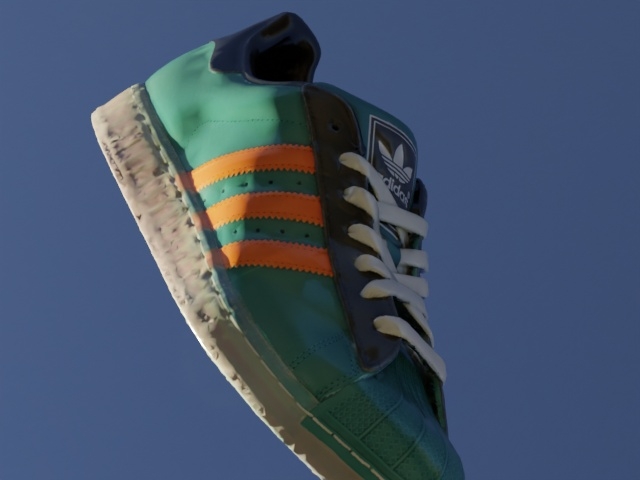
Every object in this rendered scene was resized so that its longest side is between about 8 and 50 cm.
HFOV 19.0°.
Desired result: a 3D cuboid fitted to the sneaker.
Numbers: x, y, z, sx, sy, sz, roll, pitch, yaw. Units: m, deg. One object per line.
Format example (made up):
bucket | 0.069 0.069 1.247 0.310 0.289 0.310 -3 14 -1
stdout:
sneaker | 0.000 0.000 0.835 0.121 0.108 0.302 -38 -133 4
